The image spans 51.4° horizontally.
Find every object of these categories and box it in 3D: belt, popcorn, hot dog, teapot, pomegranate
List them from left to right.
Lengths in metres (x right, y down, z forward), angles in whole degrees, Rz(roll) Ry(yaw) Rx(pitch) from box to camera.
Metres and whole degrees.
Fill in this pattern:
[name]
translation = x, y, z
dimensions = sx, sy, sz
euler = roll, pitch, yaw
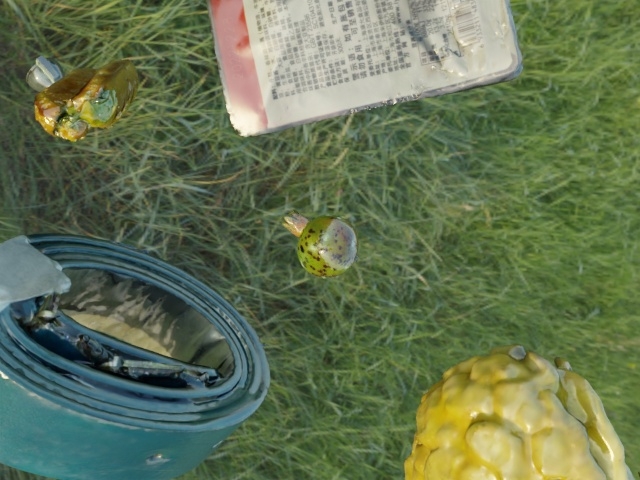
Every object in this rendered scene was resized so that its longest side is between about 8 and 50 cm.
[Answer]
[teapot]
translation = -0.485, -0.293, 1.190
dimensions = 0.057, 0.088, 0.066
euler = 44, 67, 1
[hot dog]
translation = -0.304, -0.188, 0.872
dimensions = 0.115, 0.269, 0.072
euler = -6, 114, -2
[belt]
translation = -0.284, 0.154, 0.889
dimensions = 0.437, 0.300, 0.173
euler = 26, 121, -35
[pomegranate]
translation = 0.000, 0.000, 1.596
dimensions = 0.159, 0.205, 0.159
euler = -53, 169, -15
[popcorn]
translation = 0.194, 0.223, 0.641
dimensions = 0.190, 0.250, 0.250
euler = -44, 125, -27

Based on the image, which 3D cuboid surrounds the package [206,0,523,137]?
[package]
translation = 0.030, -0.181, 0.534
dimensions = 0.030, 0.239, 0.154
euler = -7, 85, -87
